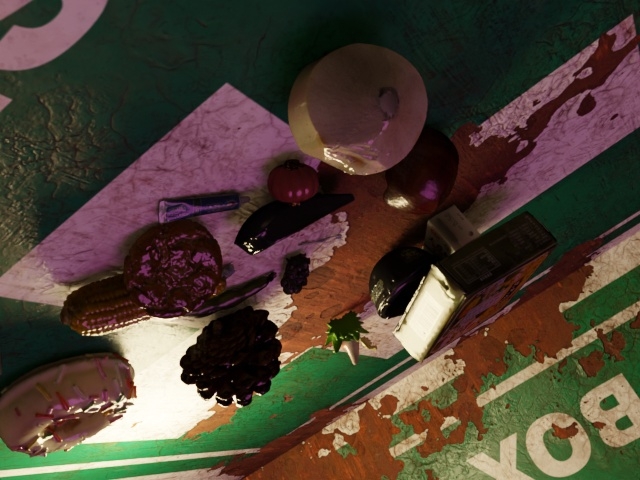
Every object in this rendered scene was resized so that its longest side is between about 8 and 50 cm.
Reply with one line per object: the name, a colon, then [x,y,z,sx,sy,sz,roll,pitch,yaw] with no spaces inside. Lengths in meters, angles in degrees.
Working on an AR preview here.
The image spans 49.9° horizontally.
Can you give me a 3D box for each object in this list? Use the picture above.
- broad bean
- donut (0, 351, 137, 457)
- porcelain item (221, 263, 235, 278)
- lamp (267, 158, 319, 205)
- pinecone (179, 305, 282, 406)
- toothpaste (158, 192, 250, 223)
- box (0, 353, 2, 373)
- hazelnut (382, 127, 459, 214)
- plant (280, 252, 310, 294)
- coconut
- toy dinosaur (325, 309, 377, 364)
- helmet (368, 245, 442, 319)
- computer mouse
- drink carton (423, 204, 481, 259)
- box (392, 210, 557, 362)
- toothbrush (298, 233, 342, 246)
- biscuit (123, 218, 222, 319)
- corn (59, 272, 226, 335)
broad bean: [-0.248,0.155,1.795,0.298,0.043,0.060,-21,143,-16]
donut: [-0.656,0.436,1.803,0.383,0.142,0.382,-23,155,-12]
porcelain item: [-0.241,0.087,1.694,0.083,0.028,0.036,-42,168,24]
lamp: [-0.056,-0.118,1.407,0.108,0.107,0.092,-14,113,-27]
pinecone: [-0.237,0.332,1.902,0.298,0.242,0.296,-30,153,-9]
toothpaste: [-0.234,-0.071,1.400,0.197,0.035,0.057,-11,134,-29]
box: [-0.725,0.239,1.443,0.069,0.084,0.122,-15,151,-10]
hazelnut: [0.232,-0.158,1.582,0.170,0.161,0.201,7,102,-68]
plant: [-0.067,0.096,1.831,0.085,0.087,0.174,-43,169,-31]
coconut: [0.061,-0.222,1.172,0.241,0.241,0.241,-22,154,-12]
toy dinosaur: [0.080,0.346,2.352,0.152,0.194,0.177,-29,134,-17]
helmet: [0.243,0.104,2.045,0.231,0.160,0.279,-18,146,-25]
computer mouse: [-0.065,-0.057,1.516,0.295,0.087,0.168,-28,-178,-32]
drink carton: [0.389,0.031,2.079,0.107,0.130,0.315,-33,155,-13]
box: [0.449,0.139,2.026,0.420,0.138,0.373,-24,151,-31]
toothbrush: [0.000,0.000,1.786,0.131,0.011,0.013,-12,129,-29]
biscuit: [-0.305,0.063,1.441,0.226,0.042,0.225,-12,114,-27]
corn: [-0.382,0.120,1.509,0.363,0.120,0.120,-14,151,-24]
